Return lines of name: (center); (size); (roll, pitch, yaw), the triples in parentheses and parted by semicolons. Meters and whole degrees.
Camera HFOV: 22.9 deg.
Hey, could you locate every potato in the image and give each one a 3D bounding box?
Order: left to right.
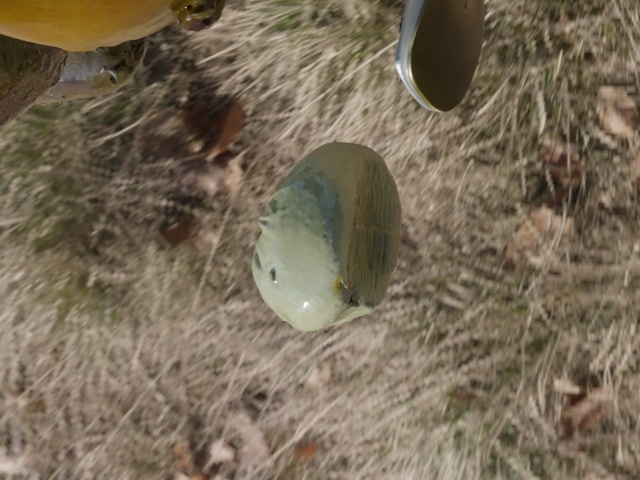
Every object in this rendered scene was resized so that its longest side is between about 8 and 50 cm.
potato: (-0.233, -0.174, 1.599); (0.100, 0.089, 0.172); (23, 119, -37)

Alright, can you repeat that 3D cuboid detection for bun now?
bun: (0.000, 0.000, 1.803); (0.145, 0.229, 0.229); (0, 104, 26)

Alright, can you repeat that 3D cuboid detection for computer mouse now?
computer mouse: (0.115, -0.213, 1.467); (0.044, 0.199, 0.102); (-8, 143, 31)

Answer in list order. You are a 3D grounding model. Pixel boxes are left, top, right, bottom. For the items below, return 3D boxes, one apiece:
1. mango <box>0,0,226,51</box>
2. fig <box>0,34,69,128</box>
mango: (-0.062, -0.173, 0.440); (0.166, 0.136, 0.236); (-9, 91, -18)
fig: (-0.205, -0.138, 0.781); (0.170, 0.274, 0.145); (-37, 69, -25)
